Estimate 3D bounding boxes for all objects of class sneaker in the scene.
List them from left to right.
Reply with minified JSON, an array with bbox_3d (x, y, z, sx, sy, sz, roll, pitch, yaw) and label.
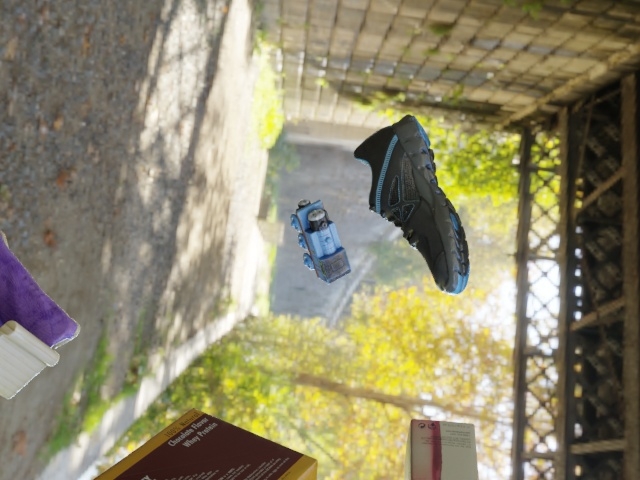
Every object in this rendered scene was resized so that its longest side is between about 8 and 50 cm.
[{"bbox_3d":[0.169,-0.051,1.489,0.125,0.139,0.341,30,40,-65],"label":"sneaker"}]

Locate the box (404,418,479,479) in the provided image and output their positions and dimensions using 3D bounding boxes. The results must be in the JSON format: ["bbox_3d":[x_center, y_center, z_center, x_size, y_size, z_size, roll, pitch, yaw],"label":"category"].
[{"bbox_3d":[0.222,0.469,1.527,0.232,0.126,0.149,-81,175,-53],"label":"box"}]

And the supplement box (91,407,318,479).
[{"bbox_3d":[-0.135,0.325,0.975,0.191,0.194,0.129,-30,129,-53],"label":"supplement box"}]

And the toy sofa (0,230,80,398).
[{"bbox_3d":[-0.607,0.090,1.469,0.177,0.362,0.150,-42,149,-11],"label":"toy sofa"}]

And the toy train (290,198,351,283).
[{"bbox_3d":[0.000,0.000,1.767,0.105,0.080,0.184,27,-41,57],"label":"toy train"}]
